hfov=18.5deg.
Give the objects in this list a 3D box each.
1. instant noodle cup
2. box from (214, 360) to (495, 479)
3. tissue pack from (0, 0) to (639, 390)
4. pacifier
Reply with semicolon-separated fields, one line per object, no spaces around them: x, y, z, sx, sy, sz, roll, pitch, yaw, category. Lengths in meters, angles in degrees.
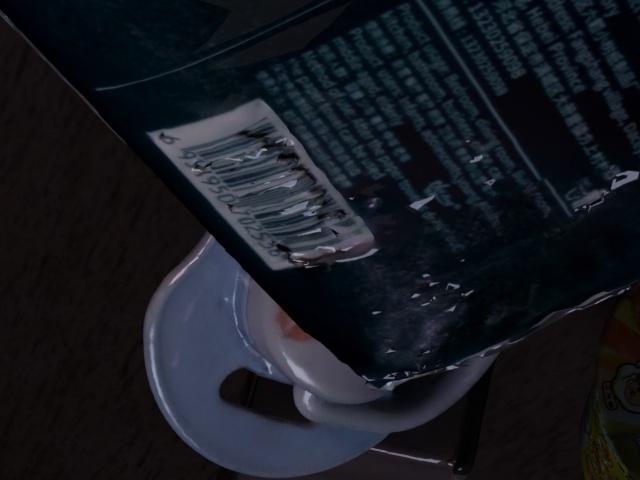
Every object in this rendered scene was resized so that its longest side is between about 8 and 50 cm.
0.261;0.116;1.265;0.205;0.205;0.153;13;160;2;instant noodle cup
0.023;0.110;1.348;0.153;0.188;0.252;15;152;-3;box
0.007;-0.163;0.775;0.264;0.253;0.416;-27;137;16;tissue pack
0.000;0.000;1.179;0.227;0.279;0.207;20;-172;-36;pacifier
